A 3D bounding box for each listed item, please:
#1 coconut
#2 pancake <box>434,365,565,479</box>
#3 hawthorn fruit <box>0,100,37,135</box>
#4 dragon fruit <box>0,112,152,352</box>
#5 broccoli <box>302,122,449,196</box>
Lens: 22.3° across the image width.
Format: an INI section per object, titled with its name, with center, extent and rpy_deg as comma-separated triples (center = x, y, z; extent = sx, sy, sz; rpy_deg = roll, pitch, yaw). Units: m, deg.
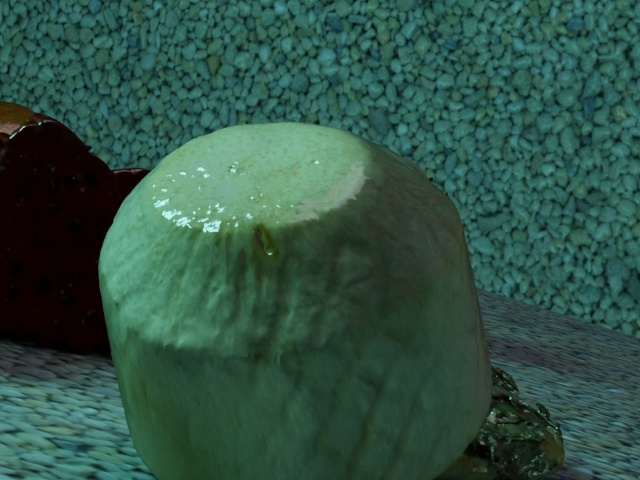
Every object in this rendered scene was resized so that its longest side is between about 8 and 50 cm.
[coconut]
center = -0.021, 0.075, 1.228
extent = 0.328, 0.329, 0.329
rpy_deg = 15, 5, -1
[pancake]
center = 0.065, 0.138, 1.595
extent = 0.382, 0.071, 0.382
rpy_deg = 21, 14, -5
[hawthorn fruit]
center = -0.347, -0.043, 1.930
extent = 0.299, 0.211, 0.211
rpy_deg = 23, 6, 4
[dragon fruit]
center = -0.236, -0.010, 1.719
extent = 0.329, 0.228, 0.286
rpy_deg = 11, 4, -20
[broccoli]
center = 0.006, -0.015, 2.327
extent = 0.317, 0.277, 0.338
rpy_deg = 39, 24, 24
